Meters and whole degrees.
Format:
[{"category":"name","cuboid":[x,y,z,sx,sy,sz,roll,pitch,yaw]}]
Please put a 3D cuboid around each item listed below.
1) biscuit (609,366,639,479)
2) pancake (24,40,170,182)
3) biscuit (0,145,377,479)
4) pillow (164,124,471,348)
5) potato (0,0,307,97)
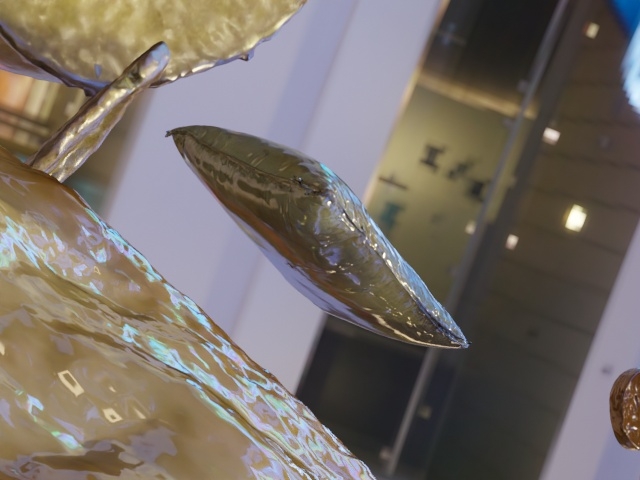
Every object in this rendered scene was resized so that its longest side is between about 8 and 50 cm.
[{"category":"biscuit","cuboid":[0.315,0.176,1.576,0.031,0.205,0.138,-3,-117,42]},{"category":"pancake","cuboid":[-0.164,-0.060,1.138,0.199,0.021,0.199,-45,-175,5]},{"category":"biscuit","cuboid":[-0.105,0.097,0.623,0.104,0.446,0.429,-52,169,16]},{"category":"pillow","cuboid":[0.000,0.000,1.490,0.185,0.302,0.075,23,-105,38]},{"category":"potato","cuboid":[-0.200,-0.346,1.503,0.442,0.385,0.319,-36,-148,-24]}]
